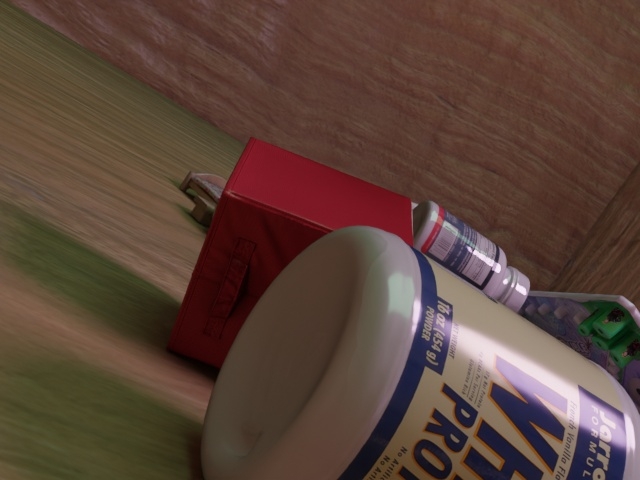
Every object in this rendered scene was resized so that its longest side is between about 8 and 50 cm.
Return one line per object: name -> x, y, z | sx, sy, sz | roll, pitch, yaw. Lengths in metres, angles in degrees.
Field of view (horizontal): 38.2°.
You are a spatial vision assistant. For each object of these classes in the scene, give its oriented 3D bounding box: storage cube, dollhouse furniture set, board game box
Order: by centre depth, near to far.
storage cube -> -0.026, 0.032, 0.953 | 0.193, 0.184, 0.215 | 21, 22, -5
board game box -> 0.393, 0.242, 1.283 | 0.390, 0.050, 0.390 | 56, -14, -8
dollhouse furniture set -> -0.133, -0.117, 1.760 | 0.355, 0.174, 0.303 | 27, 10, -47

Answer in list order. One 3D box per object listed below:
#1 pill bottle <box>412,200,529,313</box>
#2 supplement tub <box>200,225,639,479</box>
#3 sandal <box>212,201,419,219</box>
pill bottle -> 0.188, 0.036, 1.254 | 0.180, 0.108, 0.108 | 34, 7, -12
supplement tub -> 0.098, 0.160, 0.719 | 0.324, 0.235, 0.235 | 31, 8, -20
sandal -> 0.007, 0.008, 1.455 | 0.416, 0.102, 0.169 | 2, -30, 32
